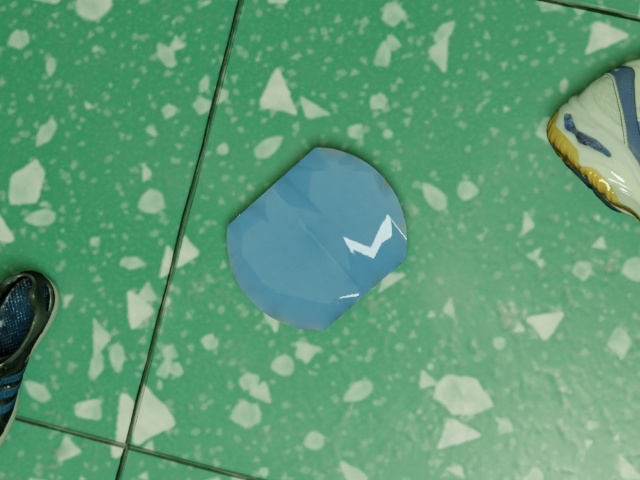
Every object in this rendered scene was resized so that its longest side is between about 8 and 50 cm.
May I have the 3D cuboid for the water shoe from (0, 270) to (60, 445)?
[{"bbox_3d":[-0.314,0.119,1.731,0.073,0.080,0.203,22,88,11],"label":"water shoe"}]

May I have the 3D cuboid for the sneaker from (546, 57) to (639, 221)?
[{"bbox_3d":[0.338,-0.037,1.630,0.131,0.112,0.296,-43,80,2],"label":"sneaker"}]

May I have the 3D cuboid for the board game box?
[{"bbox_3d":[0.000,0.000,1.720,0.169,0.033,0.133,-42,85,8],"label":"board game box"}]
